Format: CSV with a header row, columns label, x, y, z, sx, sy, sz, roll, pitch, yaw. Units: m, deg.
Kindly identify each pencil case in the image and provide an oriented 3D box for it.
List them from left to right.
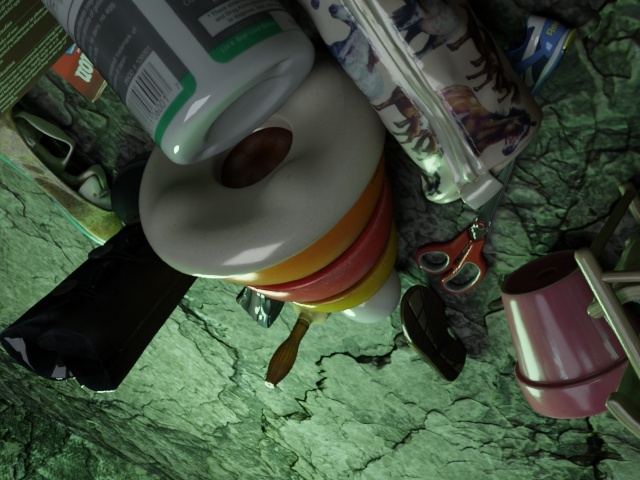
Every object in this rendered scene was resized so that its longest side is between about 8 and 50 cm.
label,x,y,z,sx,sy,sz,roll,pitch,yaw
pencil case,0.076,-0.232,0.749,0.160,0.183,0.410,-27,107,37

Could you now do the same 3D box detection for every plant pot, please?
label,x,y,z,sx,sy,sz,roll,pitch,yaw
plant pot,0.351,0.120,0.996,0.201,0.201,0.180,-20,104,44

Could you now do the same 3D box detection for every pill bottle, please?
label,x,y,z,sx,sy,sz,roll,pitch,yaw
pill bottle,-0.190,-0.279,0.769,0.361,0.204,0.204,52,140,3

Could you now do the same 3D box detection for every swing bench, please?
label,x,y,z,sx,sy,sz,roll,pitch,yaw
swing bench,0.417,0.079,0.790,0.165,0.253,0.254,-5,108,36

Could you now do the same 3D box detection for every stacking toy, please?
label,x,y,z,sx,sy,sz,roll,pitch,yaw
stacking toy,0.000,0.000,1.038,0.351,0.350,0.480,2,148,31

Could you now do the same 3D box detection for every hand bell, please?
label,x,y,z,sx,sy,sz,roll,pitch,yaw
hand bell,-0.037,0.155,1.226,0.126,0.242,0.126,18,140,16

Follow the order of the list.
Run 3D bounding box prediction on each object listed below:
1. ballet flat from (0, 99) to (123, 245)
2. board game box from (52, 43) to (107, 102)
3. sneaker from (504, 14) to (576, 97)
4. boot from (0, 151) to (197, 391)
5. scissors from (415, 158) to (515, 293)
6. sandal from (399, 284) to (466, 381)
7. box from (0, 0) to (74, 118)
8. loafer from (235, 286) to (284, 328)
label,x,y,z,sx,sy,sz,roll,pitch,yaw
ballet flat,-0.481,-0.129,1.325,0.348,0.123,0.123,45,139,-20
board game box,-0.358,-0.337,1.077,0.145,0.027,0.281,40,140,-13
sneaker,0.239,-0.201,0.823,0.059,0.053,0.144,33,137,6
boot,-0.324,0.034,1.117,0.367,0.445,0.146,-9,126,39
scissors,0.243,-0.010,1.051,0.109,0.021,0.297,35,140,-1
sandal,0.190,0.164,1.236,0.060,0.090,0.219,18,152,50
box,-0.448,-0.348,0.891,0.143,0.191,0.381,30,153,2
loafer,-0.112,0.058,1.285,0.095,0.109,0.302,27,144,11
